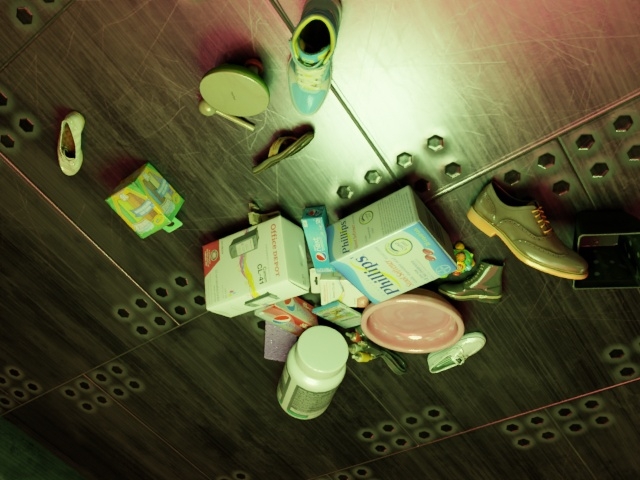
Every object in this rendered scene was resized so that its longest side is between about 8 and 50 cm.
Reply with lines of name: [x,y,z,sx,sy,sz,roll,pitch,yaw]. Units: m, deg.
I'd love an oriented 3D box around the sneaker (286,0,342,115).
sneaker: [-0.030,-0.428,1.439,0.127,0.208,0.319,10,126,1]

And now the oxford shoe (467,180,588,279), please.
oxford shoe: [0.576,-0.028,1.591,0.364,0.130,0.132,37,124,24]

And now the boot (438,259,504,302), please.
boot: [0.476,0.116,1.838,0.198,0.077,0.137,3,113,5]

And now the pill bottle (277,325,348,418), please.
pill bottle: [-0.027,0.459,2.022,0.204,0.204,0.361,16,140,-2]

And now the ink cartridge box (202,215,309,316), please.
ink cartridge box: [-0.204,0.084,1.798,0.306,0.226,0.131,-21,152,25]

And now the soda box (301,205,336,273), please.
soda box: [0.000,0.000,1.819,0.067,0.071,0.210,-5,124,14]

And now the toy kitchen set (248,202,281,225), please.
toy kitchen set: [-0.174,-0.087,1.792,0.075,0.083,0.068,-14,80,18]

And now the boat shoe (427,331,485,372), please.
boat shoe: [0.475,0.399,2.021,0.083,0.076,0.226,42,121,-20]

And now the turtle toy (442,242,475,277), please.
turtle toy: [0.414,0.072,1.807,0.130,0.066,0.095,-28,116,25]

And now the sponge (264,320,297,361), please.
sponge: [-0.142,0.356,2.118,0.117,0.031,0.210,8,126,3]

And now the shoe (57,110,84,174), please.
shoe: [-0.756,-0.283,1.749,0.076,0.058,0.219,20,126,-5]

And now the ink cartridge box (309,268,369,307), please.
ink cartridge box: [0.061,0.155,1.921,0.198,0.067,0.115,2,126,8]

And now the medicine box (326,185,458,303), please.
medicine box: [0.208,0.023,1.711,0.289,0.149,0.263,-27,134,23]

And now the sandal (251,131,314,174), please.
sandal: [-0.116,-0.258,1.663,0.219,0.090,0.060,-25,96,32]

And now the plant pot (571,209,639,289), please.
plant pot: [0.799,0.011,1.641,0.187,0.167,0.188,-3,125,11]

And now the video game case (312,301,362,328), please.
video game case: [0.071,0.253,1.972,0.119,0.015,0.166,-22,140,40]

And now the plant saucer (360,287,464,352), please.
plant saucer: [0.299,0.256,1.906,0.332,0.084,0.332,6,143,5]

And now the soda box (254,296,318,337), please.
soda box: [-0.111,0.233,1.926,0.083,0.092,0.263,-27,144,22]

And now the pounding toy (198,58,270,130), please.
pounding toy: [-0.225,-0.416,1.562,0.183,0.110,0.237,14,156,-15]

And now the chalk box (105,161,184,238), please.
chalk box: [-0.520,-0.104,1.792,0.132,0.132,0.213,-27,117,25]

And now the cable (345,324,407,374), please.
cable: [0.192,0.391,2.055,0.072,0.139,0.287,-35,134,24]
